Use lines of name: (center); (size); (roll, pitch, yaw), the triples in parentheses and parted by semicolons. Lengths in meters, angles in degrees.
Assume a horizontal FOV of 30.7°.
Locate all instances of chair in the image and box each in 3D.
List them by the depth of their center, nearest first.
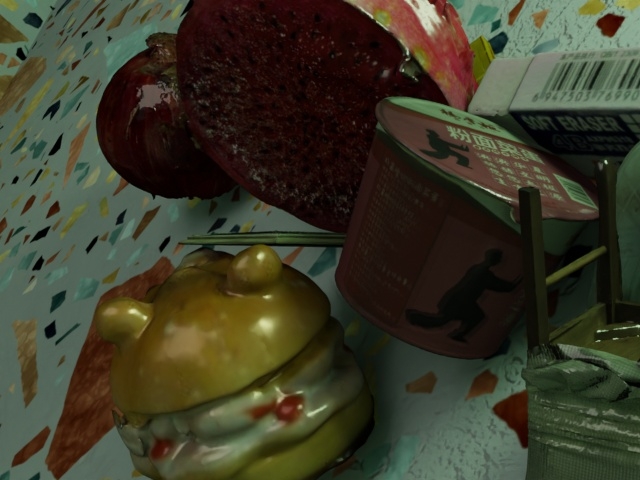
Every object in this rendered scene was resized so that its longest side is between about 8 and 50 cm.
chair: (0.249, 0.107, 0.898); (0.160, 0.319, 0.186); (5, 15, 38)

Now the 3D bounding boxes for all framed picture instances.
framed picture: (0.000, 0.000, 1.291); (0.197, 0.252, 0.014); (-2, 88, 54)

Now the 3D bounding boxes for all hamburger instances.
hamburger: (-0.099, 0.126, 1.207); (0.276, 0.236, 0.276); (-23, 18, 8)

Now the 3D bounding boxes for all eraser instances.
eraser: (0.284, -0.124, 1.138); (0.287, 0.130, 0.086); (10, 68, 56)

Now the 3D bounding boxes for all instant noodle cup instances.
instant noodle cup: (0.126, -0.010, 1.109); (0.178, 0.235, 0.235); (-66, 23, 22)

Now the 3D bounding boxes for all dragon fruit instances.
dragon fruit: (0.026, -0.201, 1.355); (0.371, 0.386, 0.249); (-19, 30, 44)

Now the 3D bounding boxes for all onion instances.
onion: (-0.203, -0.191, 1.767); (0.276, 0.276, 0.276); (-34, 33, 26)

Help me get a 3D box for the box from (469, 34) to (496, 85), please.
box: (0.159, -0.191, 1.495); (0.155, 0.023, 0.087); (-37, 29, 22)

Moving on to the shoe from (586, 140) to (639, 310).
shoe: (0.297, 0.001, 1.027); (0.079, 0.078, 0.195); (31, 107, 57)
